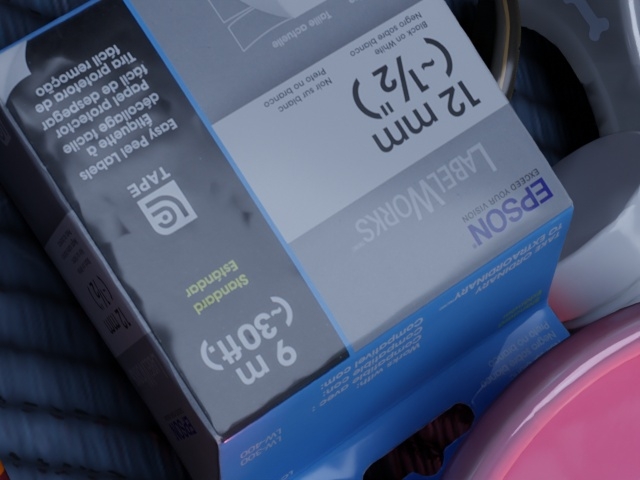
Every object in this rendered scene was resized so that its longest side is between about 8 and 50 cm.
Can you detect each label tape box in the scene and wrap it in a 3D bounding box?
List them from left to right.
[{"bbox_3d":[0.000,0.000,0.966,0.249,0.115,0.347,-33,88,-20],"label":"label tape box"}]

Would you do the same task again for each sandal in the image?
[{"bbox_3d":[0.079,-0.073,1.114,0.060,0.090,0.219,20,80,-6],"label":"sandal"}]

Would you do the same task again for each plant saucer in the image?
[{"bbox_3d":[0.188,0.179,1.008,0.332,0.084,0.332,-8,110,-24],"label":"plant saucer"}]

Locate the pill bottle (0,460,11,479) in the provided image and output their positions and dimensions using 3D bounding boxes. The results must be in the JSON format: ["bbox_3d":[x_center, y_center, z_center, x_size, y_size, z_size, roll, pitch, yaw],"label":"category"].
[{"bbox_3d":[-0.198,0.145,0.899,0.086,0.086,0.152,-31,101,-31],"label":"pill bottle"}]

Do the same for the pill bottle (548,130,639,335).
[{"bbox_3d":[0.249,0.072,1.144,0.283,0.160,0.160,46,63,-19],"label":"pill bottle"}]

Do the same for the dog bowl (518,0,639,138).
[{"bbox_3d":[0.298,-0.159,1.238,0.349,0.102,0.348,4,83,-31],"label":"dog bowl"}]
